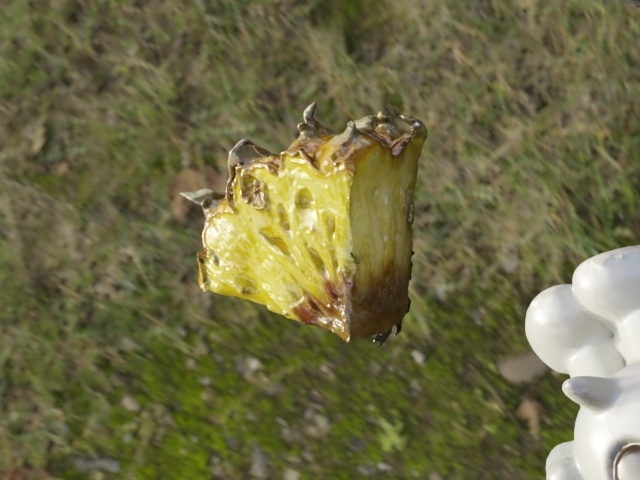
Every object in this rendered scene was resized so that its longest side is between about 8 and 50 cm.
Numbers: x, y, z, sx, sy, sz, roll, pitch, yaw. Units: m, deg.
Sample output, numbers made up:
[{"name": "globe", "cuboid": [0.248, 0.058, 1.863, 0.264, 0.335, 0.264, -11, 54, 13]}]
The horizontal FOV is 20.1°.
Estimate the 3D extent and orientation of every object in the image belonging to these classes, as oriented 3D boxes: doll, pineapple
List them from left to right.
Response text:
[{"name": "pineapple", "cuboid": [0.000, 0.000, 0.866, 0.137, 0.069, 0.116, -34, 85, 41]}, {"name": "doll", "cuboid": [0.144, 0.152, 0.741, 0.208, 0.144, 0.271, -54, 39, 22]}]

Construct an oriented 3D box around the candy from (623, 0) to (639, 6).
[{"name": "candy", "cuboid": [0.193, -0.291, 1.120, 0.061, 0.312, 0.088, 27, 57, 33]}]
